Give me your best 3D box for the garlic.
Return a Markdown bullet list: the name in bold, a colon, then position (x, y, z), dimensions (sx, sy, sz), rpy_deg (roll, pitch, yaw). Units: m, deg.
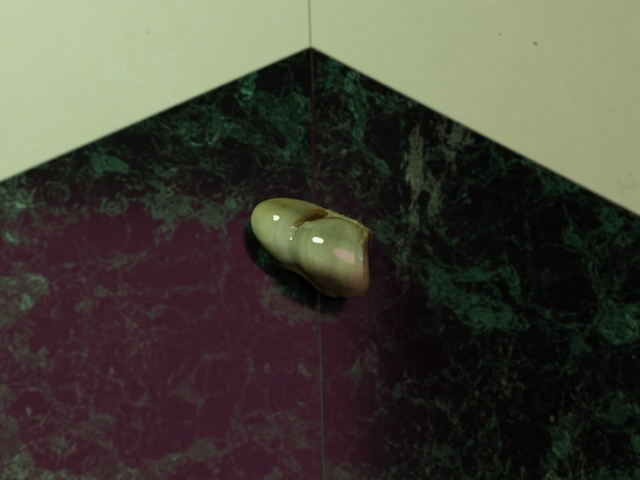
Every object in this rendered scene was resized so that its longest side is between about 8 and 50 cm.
- **garlic**: position (-0.007, 0.006, 1.156), dimensions (0.174, 0.124, 0.099), rpy_deg (24, 89, 22)
